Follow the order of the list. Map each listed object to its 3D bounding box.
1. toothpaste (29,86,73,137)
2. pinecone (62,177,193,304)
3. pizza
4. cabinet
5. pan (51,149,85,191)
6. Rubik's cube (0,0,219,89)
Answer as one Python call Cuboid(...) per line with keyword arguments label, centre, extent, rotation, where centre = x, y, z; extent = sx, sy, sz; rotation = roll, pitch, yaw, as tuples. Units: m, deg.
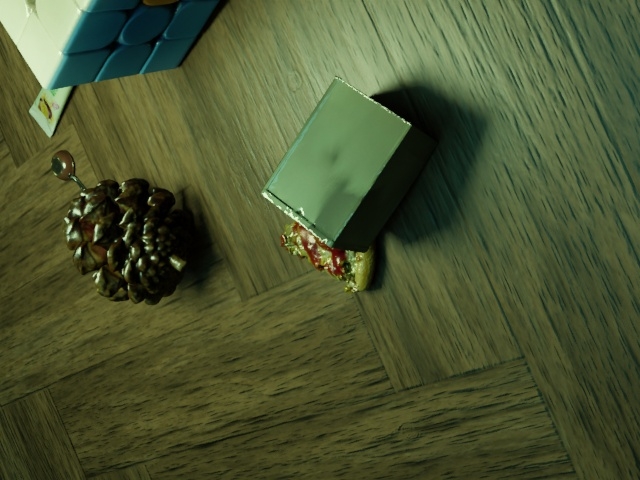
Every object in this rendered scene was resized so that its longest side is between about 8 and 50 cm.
Cuboid(label="toothpaste", centre=(-0.533, -0.343, 1.575), extent=(0.314, 0.056, 0.058), rotation=(-45, 38, 38))
Cuboid(label="pinecone", centre=(-0.374, -0.007, 1.444), extent=(0.309, 0.244, 0.243), rotation=(20, 114, 40))
Cuboid(label="pizza", centre=(0.000, 0.000, 1.282), extent=(0.199, 0.062, 0.188), rotation=(-5, 97, 37))
Cuboid(label="cabinet", centre=(0.047, -0.109, 1.138), extent=(0.145, 0.150, 0.206), rotation=(38, 101, 22))
Cuboid(label="pan", centre=(-0.554, -0.147, 1.656), extent=(0.115, 0.023, 0.068), rotation=(47, 123, 16))
Cuboid(label="Rubik's cube", centre=(-0.357, -0.462, 1.243), extent=(0.291, 0.290, 0.292), rotation=(55, 134, 9))
